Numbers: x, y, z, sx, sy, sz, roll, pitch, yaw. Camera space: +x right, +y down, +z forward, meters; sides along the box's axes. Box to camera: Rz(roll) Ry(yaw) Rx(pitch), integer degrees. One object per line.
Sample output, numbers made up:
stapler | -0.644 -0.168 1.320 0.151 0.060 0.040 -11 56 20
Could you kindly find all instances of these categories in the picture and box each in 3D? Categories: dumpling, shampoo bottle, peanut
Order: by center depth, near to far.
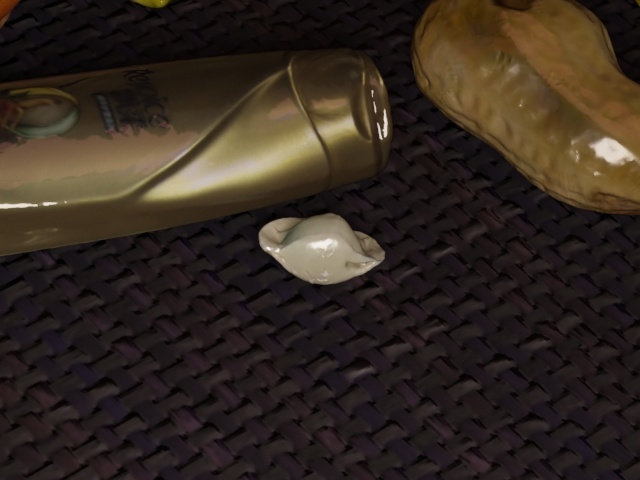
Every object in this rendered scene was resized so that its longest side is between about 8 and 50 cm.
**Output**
dumpling | 0.001 0.001 1.291 0.077 0.043 0.059 -13 33 1
shampoo bottle | -0.125 -0.060 1.297 0.350 0.084 0.126 -9 49 -16
peanut | 0.167 -0.096 1.353 0.236 0.110 0.120 33 44 17

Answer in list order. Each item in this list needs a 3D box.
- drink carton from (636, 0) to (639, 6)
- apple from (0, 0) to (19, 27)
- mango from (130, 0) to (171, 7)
drink carton | 0.357 -0.123 1.406 0.154 0.111 0.351 -13 53 -17
apple | -0.288 -0.222 1.318 0.241 0.242 0.242 17 47 -14
mango | -0.122 -0.248 1.478 0.101 0.066 0.187 7 55 0
